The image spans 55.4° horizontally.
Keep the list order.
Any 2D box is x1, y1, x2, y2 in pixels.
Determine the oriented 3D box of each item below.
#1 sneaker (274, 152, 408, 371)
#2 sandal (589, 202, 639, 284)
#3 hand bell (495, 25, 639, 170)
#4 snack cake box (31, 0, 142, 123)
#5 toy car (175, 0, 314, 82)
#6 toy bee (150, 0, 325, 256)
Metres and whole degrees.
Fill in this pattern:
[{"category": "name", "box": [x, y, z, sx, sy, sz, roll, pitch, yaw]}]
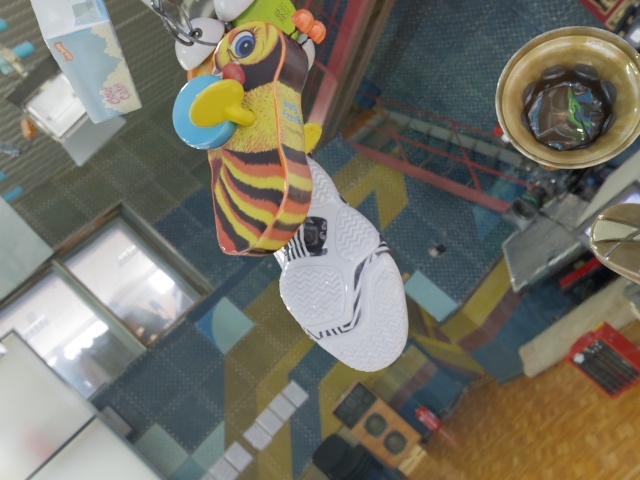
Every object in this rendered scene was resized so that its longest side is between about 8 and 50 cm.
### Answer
[{"category": "sneaker", "box": [0.000, 0.000, 0.806, 0.137, 0.366, 0.210, -34, -13, 4]}, {"category": "sandal", "box": [0.274, 0.035, 0.423, 0.072, 0.180, 0.049, -50, -33, -6]}, {"category": "hand bell", "box": [0.246, -0.109, 0.635, 0.126, 0.126, 0.242, -49, -16, 5]}, {"category": "snack cake box", "box": [-0.349, -0.304, 0.904, 0.089, 0.152, 0.264, -22, -8, -11]}, {"category": "toy car", "box": [-0.111, -0.263, 0.844, 0.182, 0.159, 0.136, -53, 33, -6]}, {"category": "toy bee", "box": [-0.064, -0.143, 0.588, 0.162, 0.298, 0.195, -23, 8, 24]}]
